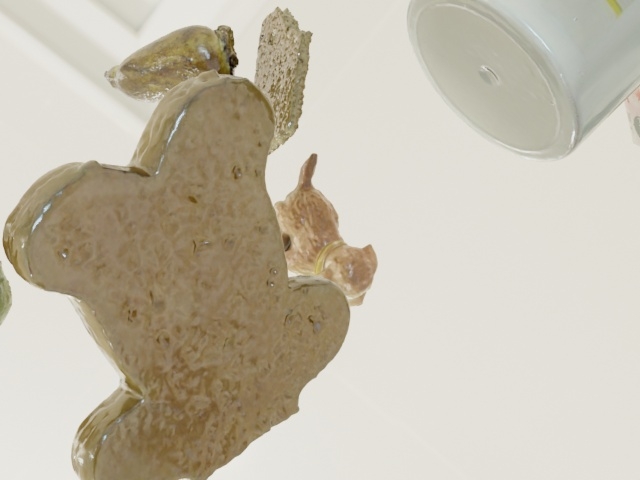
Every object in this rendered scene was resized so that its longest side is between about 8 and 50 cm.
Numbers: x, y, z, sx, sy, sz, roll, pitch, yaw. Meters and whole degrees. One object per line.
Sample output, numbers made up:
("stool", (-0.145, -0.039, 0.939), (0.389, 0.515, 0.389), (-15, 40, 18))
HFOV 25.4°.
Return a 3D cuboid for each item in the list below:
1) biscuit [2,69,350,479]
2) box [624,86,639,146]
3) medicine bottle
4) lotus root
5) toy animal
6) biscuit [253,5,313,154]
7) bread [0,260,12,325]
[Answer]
("biscuit", (-0.153, 0.061, 1.485), (0.076, 0.368, 0.394), (17, 137, 48))
("box", (0.431, -0.174, 1.831), (0.089, 0.043, 0.125), (43, 154, 62))
("medicine bottle", (0.247, -0.240, 1.491), (0.238, 0.232, 0.238), (40, 159, 19))
("lotus root", (-0.200, -0.223, 1.883), (0.108, 0.191, 0.094), (59, -159, -48))
("toy animal", (0.012, -0.009, 1.988), (0.104, 0.183, 0.185), (0, -158, -31))
("biscuit", (-0.052, -0.221, 1.890), (0.026, 0.236, 0.131), (21, 150, -26))
("bread", (-0.459, 0.073, 1.463), (0.287, 0.207, 0.056), (20, 168, -32))
